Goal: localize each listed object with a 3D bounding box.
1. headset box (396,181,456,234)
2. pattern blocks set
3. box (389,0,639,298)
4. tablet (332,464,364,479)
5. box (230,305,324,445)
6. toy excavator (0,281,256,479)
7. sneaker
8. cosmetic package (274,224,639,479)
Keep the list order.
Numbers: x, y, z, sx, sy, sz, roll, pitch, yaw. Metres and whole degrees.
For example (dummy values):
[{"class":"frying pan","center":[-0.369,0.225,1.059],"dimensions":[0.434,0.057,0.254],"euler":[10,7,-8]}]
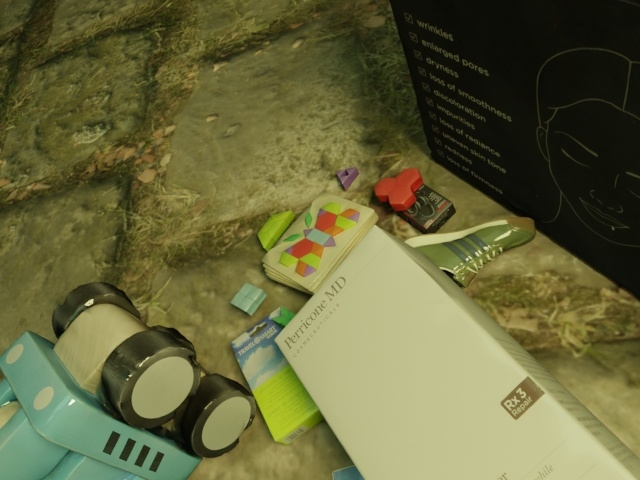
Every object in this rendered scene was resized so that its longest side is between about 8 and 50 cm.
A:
[{"class":"headset box","center":[0.170,-0.048,0.813],"dimensions":[0.062,0.032,0.083],"euler":[-44,52,-5]},{"class":"pattern blocks set","center":[0.000,0.000,0.831],"dimensions":[0.286,0.026,0.324],"euler":[7,57,39]},{"class":"box","center":[0.343,-0.218,0.562],"dimensions":[0.297,0.471,0.480],"euler":[-42,54,-3]},{"class":"tablet","center":[0.047,0.336,0.656],"dimensions":[0.054,0.006,0.083],"euler":[-22,54,12]},{"class":"box","center":[-0.054,0.198,0.762],"dimensions":[0.109,0.042,0.178],"euler":[-36,52,0]},{"class":"toy excavator","center":[-0.360,0.264,0.610],"dimensions":[0.223,0.432,0.445],"euler":[24,69,40]},{"class":"sneaker","center":[0.214,0.028,0.733],"dimensions":[0.192,0.064,0.086],"euler":[-11,63,21]},{"class":"cosmetic package","center":[0.141,0.187,0.583],"dimensions":[0.217,0.156,0.385],"euler":[-52,53,10]}]
